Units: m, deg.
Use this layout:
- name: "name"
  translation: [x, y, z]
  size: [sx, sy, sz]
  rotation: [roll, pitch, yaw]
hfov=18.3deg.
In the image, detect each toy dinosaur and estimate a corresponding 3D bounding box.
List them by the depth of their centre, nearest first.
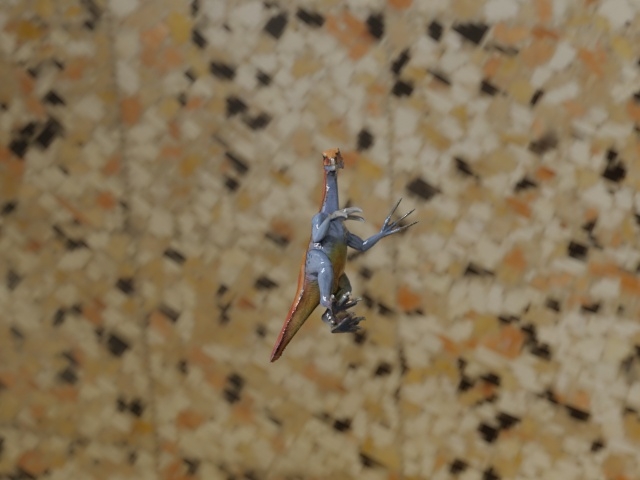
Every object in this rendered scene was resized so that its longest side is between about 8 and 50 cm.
- name: "toy dinosaur"
  translation: [0.000, 0.000, 0.936]
  size: [0.090, 0.082, 0.047]
  rotation: [-24, 149, 9]
